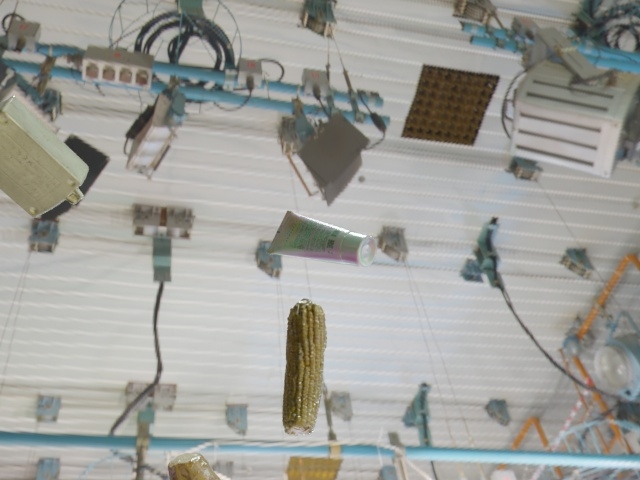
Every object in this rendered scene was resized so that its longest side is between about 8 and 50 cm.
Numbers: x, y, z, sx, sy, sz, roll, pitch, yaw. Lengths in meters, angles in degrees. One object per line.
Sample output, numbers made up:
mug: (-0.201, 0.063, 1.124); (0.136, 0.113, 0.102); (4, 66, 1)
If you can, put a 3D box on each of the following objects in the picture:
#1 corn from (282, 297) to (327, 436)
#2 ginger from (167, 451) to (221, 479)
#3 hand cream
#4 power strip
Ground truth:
corn: (-0.036, 0.272, 1.605); (0.097, 0.319, 0.097); (3, -33, 2)
ginger: (-0.195, 0.386, 1.104); (0.096, 0.068, 0.190); (19, -46, -2)
hand cream: (0.000, 0.000, 1.049); (0.174, 0.076, 0.047); (12, -22, 38)
power strip: (-0.319, -0.100, 0.738); (0.075, 0.042, 0.175); (-30, -59, 17)
